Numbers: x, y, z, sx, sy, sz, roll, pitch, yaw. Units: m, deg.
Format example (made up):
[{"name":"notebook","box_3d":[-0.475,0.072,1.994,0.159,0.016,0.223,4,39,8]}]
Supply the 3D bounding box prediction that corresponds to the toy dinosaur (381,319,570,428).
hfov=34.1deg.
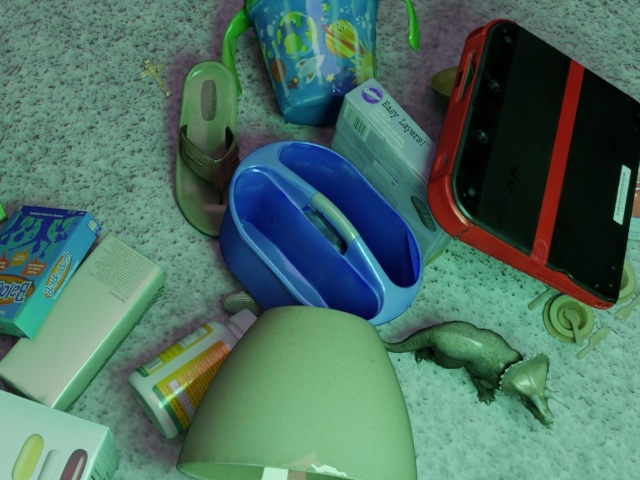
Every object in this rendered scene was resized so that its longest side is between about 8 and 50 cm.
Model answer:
[{"name":"toy dinosaur","box_3d":[0.235,0.172,1.612,0.314,0.160,0.121,31,67,5]}]

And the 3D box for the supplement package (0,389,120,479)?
[{"name":"supplement package","box_3d":[-0.433,0.305,1.452,0.262,0.204,0.145,18,66,1]}]

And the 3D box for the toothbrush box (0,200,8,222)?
[{"name":"toothbrush box","box_3d":[-0.588,-0.147,1.578,0.122,0.283,0.206,-23,73,-16]}]

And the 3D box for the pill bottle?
[{"name":"pill bottle","box_3d":[-0.175,0.195,1.576,0.208,0.117,0.117,-35,75,-19]}]

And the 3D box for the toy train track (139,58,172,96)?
[{"name":"toy train track","box_3d":[-0.285,-0.286,1.819,0.048,0.014,0.083,-31,75,-17]}]

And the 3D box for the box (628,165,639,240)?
[{"name":"box","box_3d":[0.478,-0.100,1.760,0.300,0.154,0.142,8,66,-2]}]

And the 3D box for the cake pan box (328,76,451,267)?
[{"name":"cake pan box","box_3d":[0.116,-0.101,1.666,0.070,0.245,0.267,-36,75,-23]}]

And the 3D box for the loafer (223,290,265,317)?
[{"name":"loafer","box_3d":[-0.093,0.098,1.671,0.125,0.045,0.039,5,41,-10]}]

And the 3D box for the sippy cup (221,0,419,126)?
[{"name":"sippy cup","box_3d":[-0.001,-0.320,1.765,0.240,0.305,0.224,-1,77,-37]}]

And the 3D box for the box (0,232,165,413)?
[{"name":"box","box_3d":[-0.361,0.132,1.592,0.113,0.094,0.275,34,68,8]}]

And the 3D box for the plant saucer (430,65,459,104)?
[{"name":"plant saucer","box_3d":[0.310,-0.258,1.804,0.241,0.037,0.241,-1,25,0]}]

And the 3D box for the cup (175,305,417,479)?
[{"name":"cup","box_3d":[-0.018,0.227,1.456,0.331,0.331,0.236,9,71,-3]}]

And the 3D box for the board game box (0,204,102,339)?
[{"name":"board game box","box_3d":[-0.451,0.043,1.592,0.160,0.047,0.210,5,56,33]}]

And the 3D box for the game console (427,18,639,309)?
[{"name":"game console","box_3d":[0.339,-0.125,1.588,0.342,0.060,0.386,28,62,-20]}]

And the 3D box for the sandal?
[{"name":"sandal","box_3d":[-0.185,-0.152,1.716,0.120,0.086,0.302,-5,85,-6]}]

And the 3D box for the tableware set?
[{"name":"tableware set","box_3d":[0.454,0.094,1.736,0.194,0.039,0.128,-39,77,-20]}]

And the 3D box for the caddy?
[{"name":"caddy","box_3d":[0.000,0.000,1.619,0.241,0.179,0.341,-37,79,-32]}]
